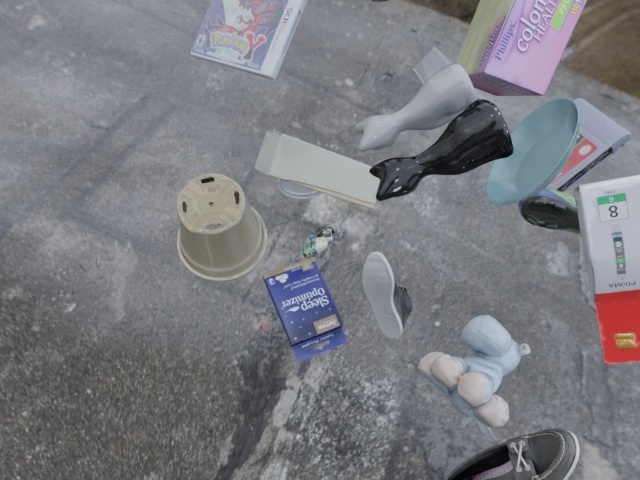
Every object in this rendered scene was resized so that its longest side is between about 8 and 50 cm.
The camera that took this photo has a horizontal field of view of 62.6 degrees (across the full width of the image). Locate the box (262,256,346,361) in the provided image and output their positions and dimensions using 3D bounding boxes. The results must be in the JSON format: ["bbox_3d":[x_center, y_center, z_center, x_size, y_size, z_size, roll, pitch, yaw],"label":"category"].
[{"bbox_3d":[-0.036,0.161,1.261,0.137,0.036,0.225,-19,70,-16],"label":"box"}]

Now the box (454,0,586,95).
[{"bbox_3d":[0.363,-0.391,0.982,0.117,0.213,0.243,19,14,-5],"label":"box"}]

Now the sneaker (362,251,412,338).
[{"bbox_3d":[0.221,0.157,1.726,0.105,0.295,0.147,-9,17,28],"label":"sneaker"}]

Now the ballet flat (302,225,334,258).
[{"bbox_3d":[0.000,0.000,1.606,0.070,0.070,0.188,26,29,4],"label":"ballet flat"}]

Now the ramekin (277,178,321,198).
[{"bbox_3d":[-0.061,-0.257,1.961,0.207,0.207,0.109,2,57,-16],"label":"ramekin"}]

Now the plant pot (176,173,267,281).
[{"bbox_3d":[-0.359,-0.064,1.818,0.334,0.305,0.333,1,67,-2],"label":"plant pot"}]

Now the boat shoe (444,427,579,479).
[{"bbox_3d":[0.379,0.476,1.080,0.096,0.335,0.112,20,43,-15],"label":"boat shoe"}]

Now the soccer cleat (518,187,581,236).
[{"bbox_3d":[0.574,-0.051,1.138,0.289,0.093,0.121,19,31,5],"label":"soccer cleat"}]

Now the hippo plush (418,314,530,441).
[{"bbox_3d":[0.424,0.326,1.312,0.236,0.234,0.294,-45,109,-14],"label":"hippo plush"}]

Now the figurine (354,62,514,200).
[{"bbox_3d":[0.161,-0.170,0.838,0.210,0.092,0.214,-26,42,11],"label":"figurine"}]

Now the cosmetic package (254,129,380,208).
[{"bbox_3d":[-0.001,-0.189,1.407,0.310,0.113,0.160,15,9,-23],"label":"cosmetic package"}]

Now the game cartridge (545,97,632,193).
[{"bbox_3d":[0.609,-0.227,1.366,0.060,0.294,0.196,35,18,-45],"label":"game cartridge"}]

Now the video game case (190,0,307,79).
[{"bbox_3d":[-0.137,-0.416,1.006,0.201,0.023,0.183,23,91,25],"label":"video game case"}]

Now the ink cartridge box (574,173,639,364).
[{"bbox_3d":[0.405,0.031,0.599,0.181,0.056,0.224,-9,90,20],"label":"ink cartridge box"}]

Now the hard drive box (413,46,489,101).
[{"bbox_3d":[0.390,-0.423,1.507,0.181,0.089,0.232,24,34,-36],"label":"hard drive box"}]

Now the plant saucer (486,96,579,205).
[{"bbox_3d":[0.345,-0.133,0.840,0.038,0.195,0.194,28,48,-12],"label":"plant saucer"}]
